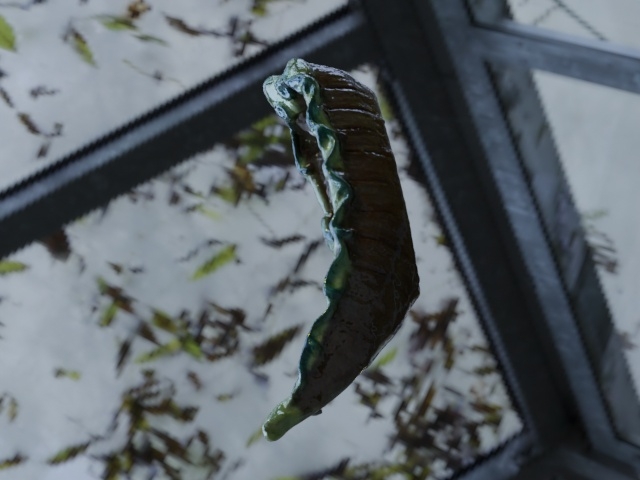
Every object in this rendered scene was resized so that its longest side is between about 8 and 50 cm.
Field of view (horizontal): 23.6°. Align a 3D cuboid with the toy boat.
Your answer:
[{"bbox_3d":[0.011,0.002,0.975,0.108,0.099,0.293,87,180,-49],"label":"toy boat"}]
